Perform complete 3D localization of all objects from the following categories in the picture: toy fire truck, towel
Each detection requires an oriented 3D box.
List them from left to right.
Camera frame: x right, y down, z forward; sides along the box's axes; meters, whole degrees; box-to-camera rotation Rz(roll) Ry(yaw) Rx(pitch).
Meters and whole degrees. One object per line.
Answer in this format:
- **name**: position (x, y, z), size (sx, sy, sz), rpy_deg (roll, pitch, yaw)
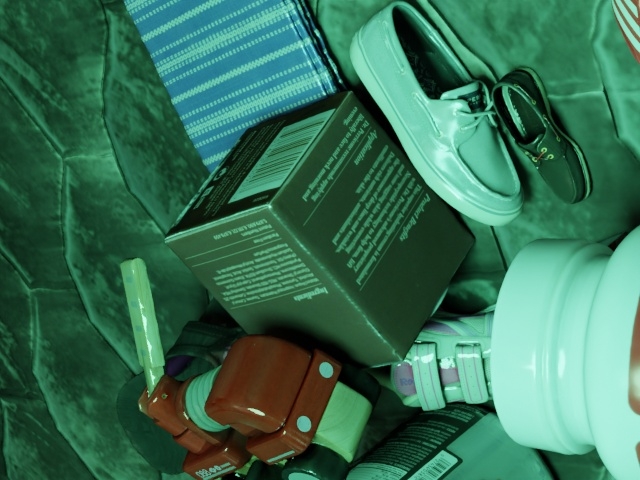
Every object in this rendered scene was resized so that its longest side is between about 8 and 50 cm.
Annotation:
- **toy fire truck**: position (-0.092, 0.128, 1.586), size (0.246, 0.158, 0.217), rpy_deg (34, 148, -17)
- **towel**: position (-0.095, -0.216, 1.710), size (0.243, 0.040, 0.336), rpy_deg (-18, 99, 49)

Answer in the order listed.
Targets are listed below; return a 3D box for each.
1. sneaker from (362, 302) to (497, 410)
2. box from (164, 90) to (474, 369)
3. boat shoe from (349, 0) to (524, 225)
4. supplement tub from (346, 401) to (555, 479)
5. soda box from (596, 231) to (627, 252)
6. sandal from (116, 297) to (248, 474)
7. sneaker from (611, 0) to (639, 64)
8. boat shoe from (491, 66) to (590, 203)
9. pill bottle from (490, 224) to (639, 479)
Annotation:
- **sneaker**: position (0.127, 0.120, 1.642), size (0.252, 0.111, 0.103), rpy_deg (3, 117, 42)
- **box**: position (0.000, 0.000, 1.609), size (0.167, 0.168, 0.203), rpy_deg (-17, 120, 47)
- **boat shoe**: position (0.114, -0.117, 1.531), size (0.227, 0.079, 0.081), rpy_deg (54, 143, 8)
- **supplement tub**: position (0.069, 0.318, 1.651), size (0.207, 0.338, 0.207), rpy_deg (24, 130, 32)
- **soda box**: position (0.285, 0.132, 1.521), size (0.092, 0.083, 0.263), rpy_deg (-28, 94, 48)
- **sandal**: position (-0.120, 0.167, 1.910), size (0.167, 0.107, 0.446), rpy_deg (51, 138, 6)
- **sneaker**: position (0.316, -0.179, 1.314), size (0.221, 0.087, 0.128), rpy_deg (36, 145, 39)
- **boat shoe**: position (0.193, -0.088, 1.504), size (0.049, 0.042, 0.133), rpy_deg (-21, 101, 46)
- **pill bottle**: position (0.348, 0.096, 1.288), size (0.408, 0.229, 0.229), rpy_deg (4, 118, 32)
